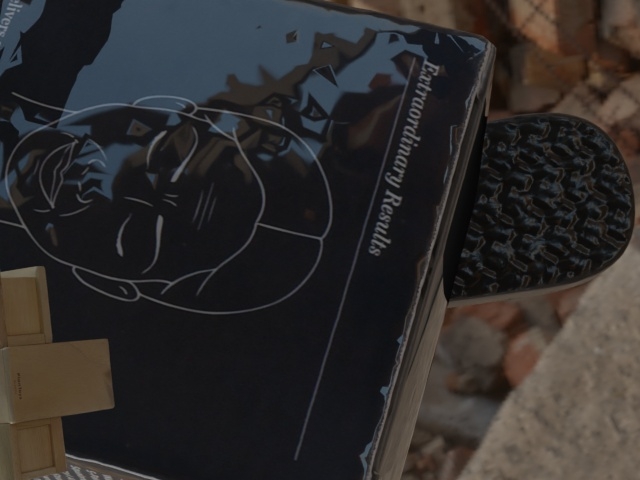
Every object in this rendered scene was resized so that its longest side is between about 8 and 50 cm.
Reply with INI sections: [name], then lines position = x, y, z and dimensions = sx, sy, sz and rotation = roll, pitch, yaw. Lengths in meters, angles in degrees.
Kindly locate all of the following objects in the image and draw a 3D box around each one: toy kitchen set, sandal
[toy kitchen set]
position = -0.136, 0.056, 0.625
dimensions = 0.075, 0.068, 0.083
rotation = -9, 85, 27
[sandal]
position = 0.002, 0.002, 1.098
dimensions = 0.107, 0.446, 0.167
rotation = 118, 148, -80

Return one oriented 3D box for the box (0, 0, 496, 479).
[box]
position = -0.123, 0.008, 0.903
dimensions = 0.395, 0.212, 0.293
rotation = 14, 68, 9
